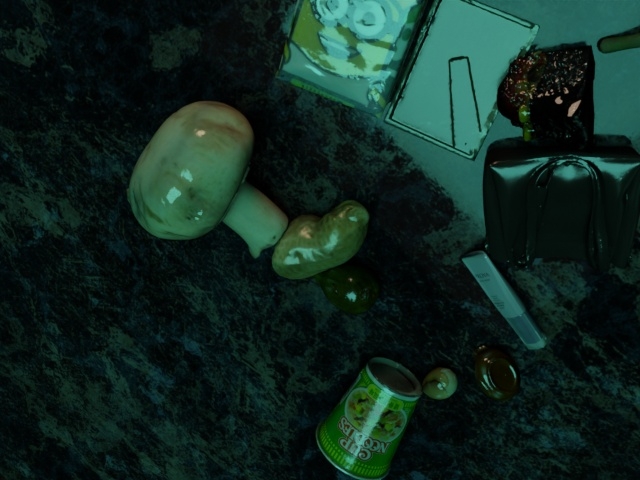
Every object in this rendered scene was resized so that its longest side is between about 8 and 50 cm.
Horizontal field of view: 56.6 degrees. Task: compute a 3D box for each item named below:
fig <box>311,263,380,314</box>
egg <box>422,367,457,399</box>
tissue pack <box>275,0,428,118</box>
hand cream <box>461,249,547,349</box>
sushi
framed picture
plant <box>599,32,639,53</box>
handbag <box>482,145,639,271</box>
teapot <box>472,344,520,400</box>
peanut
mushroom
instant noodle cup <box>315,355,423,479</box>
[{"bbox_3d":[0.046,0.096,1.351,0.177,0.117,0.117,27,118,26],"label":"fig"},{"bbox_3d":[0.277,0.336,1.390,0.083,0.071,0.071,-31,100,41],"label":"egg"},{"bbox_3d":[0.068,-0.419,1.108,0.227,0.128,0.311,22,121,4],"label":"tissue pack"},{"bbox_3d":[0.397,0.125,1.274,0.255,0.048,0.079,51,151,-8],"label":"hand cream"},{"bbox_3d":[0.399,-0.256,1.061,0.150,0.153,0.172,1,73,32],"label":"sushi"},{"bbox_3d":[0.266,-0.317,1.156,0.208,0.019,0.281,26,117,6],"label":"framed picture"},{"bbox_3d":[0.600,-0.339,0.904,0.296,0.261,0.306,-2,99,19],"label":"plant"},{"bbox_3d":[0.462,-0.057,1.152,0.285,0.113,0.257,1,118,18],"label":"handbag"},{"bbox_3d":[0.391,0.298,1.340,0.098,0.078,0.129,-33,89,-14],"label":"teapot"},{"bbox_3d":[0.000,0.000,1.316,0.253,0.122,0.137,-20,88,21],"label":"peanut"},{"bbox_3d":[-0.226,-0.112,1.280,0.314,0.315,0.336,-35,119,27],"label":"mushroom"},{"bbox_3d":[0.125,0.408,1.413,0.206,0.207,0.233,27,109,6],"label":"instant noodle cup"}]
